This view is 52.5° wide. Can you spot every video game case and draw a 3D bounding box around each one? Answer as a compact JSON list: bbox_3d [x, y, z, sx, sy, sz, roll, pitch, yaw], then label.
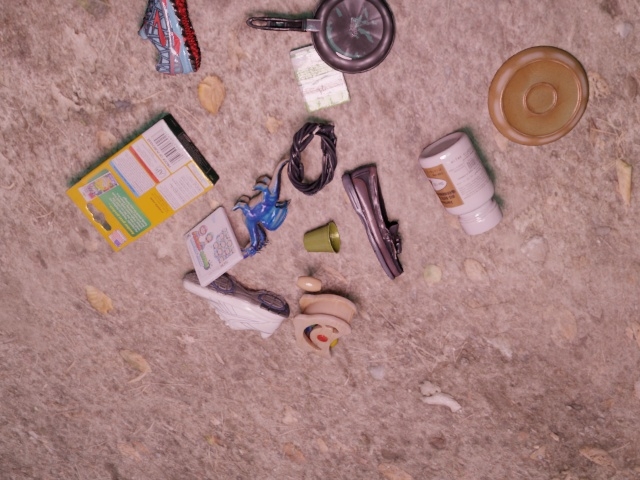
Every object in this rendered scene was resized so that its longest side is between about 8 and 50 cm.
[{"bbox_3d":[-0.276,0.016,1.661,0.143,0.019,0.157,-36,63,23],"label":"video game case"}]

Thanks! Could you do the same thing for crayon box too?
[{"bbox_3d":[-0.446,-0.142,1.635,0.323,0.083,0.203,-32,106,14],"label":"crayon box"}]

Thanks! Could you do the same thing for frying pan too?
[{"bbox_3d":[0.018,-0.508,1.471,0.326,0.053,0.197,25,99,-8],"label":"frying pan"}]

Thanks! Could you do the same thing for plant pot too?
[{"bbox_3d":[0.516,-0.335,1.529,0.237,0.032,0.236,1,111,4],"label":"plant pot"},{"bbox_3d":[0.000,0.000,1.672,0.079,0.083,0.083,-11,111,20],"label":"plant pot"}]

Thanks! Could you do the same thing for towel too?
[{"bbox_3d":[0.000,-0.390,1.547,0.113,0.023,0.152,-13,112,11],"label":"towel"}]

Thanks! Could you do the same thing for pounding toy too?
[{"bbox_3d":[0.021,0.183,1.703,0.154,0.154,0.269,11,143,10],"label":"pounding toy"}]

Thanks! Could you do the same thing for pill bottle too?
[{"bbox_3d":[0.344,-0.133,1.565,0.131,0.131,0.229,-29,107,13],"label":"pill bottle"}]

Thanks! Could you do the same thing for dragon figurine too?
[{"bbox_3d":[-0.126,-0.082,1.638,0.144,0.085,0.289,42,109,-12],"label":"dragon figurine"}]

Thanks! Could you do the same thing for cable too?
[{"bbox_3d":[-0.019,-0.191,1.565,0.047,0.151,0.184,26,117,34],"label":"cable"}]

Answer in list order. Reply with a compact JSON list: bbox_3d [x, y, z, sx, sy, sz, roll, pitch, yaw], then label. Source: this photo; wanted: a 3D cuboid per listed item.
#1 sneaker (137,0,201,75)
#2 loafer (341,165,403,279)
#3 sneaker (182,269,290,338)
[{"bbox_3d":[-0.367,-0.503,1.479,0.125,0.104,0.261,-10,110,9],"label":"sneaker"},{"bbox_3d":[0.154,-0.044,1.629,0.095,0.109,0.302,-25,105,8],"label":"loafer"},{"bbox_3d":[-0.236,0.176,1.738,0.297,0.111,0.129,26,117,-5],"label":"sneaker"}]
